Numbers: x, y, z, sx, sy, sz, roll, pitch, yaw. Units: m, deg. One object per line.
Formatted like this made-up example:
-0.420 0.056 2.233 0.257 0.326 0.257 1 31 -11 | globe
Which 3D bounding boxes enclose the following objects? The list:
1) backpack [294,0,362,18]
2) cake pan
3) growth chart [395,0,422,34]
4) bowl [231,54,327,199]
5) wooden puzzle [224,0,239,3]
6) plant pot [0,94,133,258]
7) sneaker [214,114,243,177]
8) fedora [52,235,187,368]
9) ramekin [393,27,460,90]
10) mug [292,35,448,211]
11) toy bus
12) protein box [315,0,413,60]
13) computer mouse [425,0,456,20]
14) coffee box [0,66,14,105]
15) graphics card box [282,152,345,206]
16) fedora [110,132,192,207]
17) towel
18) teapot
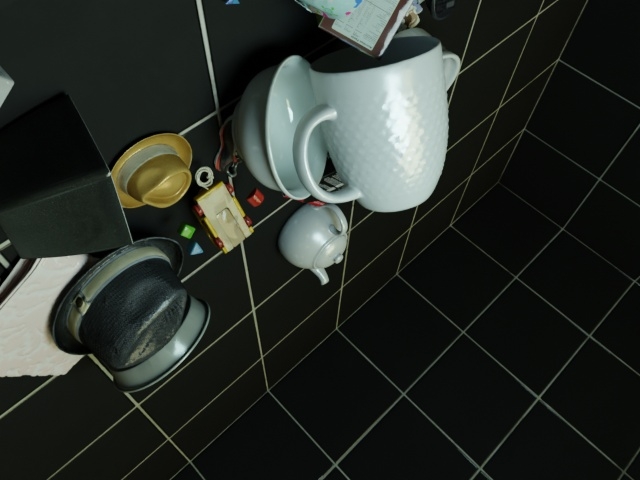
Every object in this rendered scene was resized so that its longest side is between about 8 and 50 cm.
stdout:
0.006 -0.484 0.873 0.191 0.253 0.225 15 118 -41 | backpack
-0.405 0.236 1.358 0.293 0.293 0.054 -43 118 -13 | cake pan
0.206 -0.558 1.450 0.172 0.021 0.237 -13 141 -57 | growth chart
-0.098 -0.238 1.185 0.298 0.134 0.298 3 90 -67 | bowl
-0.162 -0.453 0.934 0.078 0.014 0.116 -29 152 -32 | wooden puzzle
-0.423 -0.081 0.866 0.166 0.188 0.187 -24 151 -22 | plant pot
-0.188 -0.208 1.231 0.061 0.065 0.158 -29 152 -41 | sneaker
-0.396 0.157 1.196 0.334 0.152 0.334 -40 158 -20 | fedora
0.226 -0.432 1.489 0.277 0.135 0.277 -34 164 -11 | ramekin
0.103 -0.223 1.189 0.374 0.276 0.328 -28 121 -26 | mug
-0.248 -0.072 1.296 0.190 0.104 0.202 8 104 -41 | toy bus
0.096 -0.488 1.071 0.201 0.135 0.200 -58 -162 24 | protein box
0.322 -0.697 1.367 0.184 0.060 0.262 -34 139 -22 | computer mouse
-0.518 -0.176 0.576 0.168 0.119 0.297 -51 159 11 | coffee box
0.091 -0.216 1.509 0.370 0.094 0.232 -23 166 22 | graphics card box
-0.323 -0.121 1.103 0.194 0.079 0.194 -39 157 -20 | fedora
-0.560 0.157 1.161 0.317 0.053 0.332 -48 160 1 | towel
0.000 0.000 1.787 0.253 0.187 0.256 -51 158 7 | teapot
